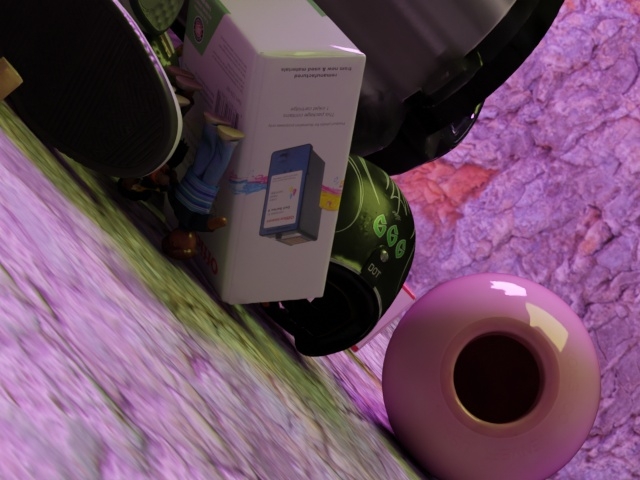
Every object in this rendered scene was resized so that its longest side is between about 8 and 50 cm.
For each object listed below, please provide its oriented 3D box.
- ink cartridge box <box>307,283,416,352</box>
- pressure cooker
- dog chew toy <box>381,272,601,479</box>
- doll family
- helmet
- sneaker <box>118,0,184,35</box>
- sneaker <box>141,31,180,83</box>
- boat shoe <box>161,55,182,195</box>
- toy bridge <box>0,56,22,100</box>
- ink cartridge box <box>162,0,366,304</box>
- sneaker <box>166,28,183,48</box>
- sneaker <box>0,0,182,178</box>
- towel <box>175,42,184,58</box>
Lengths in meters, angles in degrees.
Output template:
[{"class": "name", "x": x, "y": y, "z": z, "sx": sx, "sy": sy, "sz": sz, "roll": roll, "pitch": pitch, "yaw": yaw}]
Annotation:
[{"class": "ink cartridge box", "x": -0.018, "y": -0.009, "z": 2.194, "sx": 0.172, "sy": 0.100, "sz": 0.237, "roll": 45, "pitch": 4, "yaw": -41}, {"class": "pressure cooker", "x": 0.036, "y": -0.283, "z": 1.845, "sx": 0.420, "sy": 0.370, "sz": 0.375, "roll": 43, "pitch": -1, "yaw": -33}, {"class": "dog chew toy", "x": 0.158, "y": 0.143, "z": 1.894, "sx": 0.206, "sy": 0.206, "sz": 0.332, "roll": 48, "pitch": -6, "yaw": 5}, {"class": "doll family", "x": -0.121, "y": -0.064, "z": 1.450, "sx": 0.076, "sy": 0.111, "sz": 0.193, "roll": 17, "pitch": 19, "yaw": -27}, {"class": "helmet", "x": 0.000, "y": 0.000, "z": 1.680, "sx": 0.169, "sy": 0.169, "sz": 0.161, "roll": 46, "pitch": 37, "yaw": -30}, {"class": "sneaker", "x": -0.202, "y": -0.265, "z": 1.563, "sx": 0.163, "sy": 0.086, "sz": 0.226, "roll": 21, "pitch": -25, "yaw": 28}, {"class": "sneaker", "x": -0.250, "y": -0.206, "z": 1.613, "sx": 0.281, "sy": 0.106, "sz": 0.162, "roll": 43, "pitch": 12, "yaw": 15}, {"class": "boat shoe", "x": -0.118, "y": -0.094, "z": 1.739, "sx": 0.121, "sy": 0.119, "sz": 0.335, "roll": 35, "pitch": -17, "yaw": -3}, {"class": "toy bridge", "x": -0.270, "y": -0.168, "z": 1.262, "sx": 0.188, "sy": 0.026, "sz": 0.063, "roll": 46, "pitch": 0, "yaw": -24}, {"class": "ink cartridge box", "x": -0.049, "y": -0.078, "z": 1.498, "sx": 0.093, "sy": 0.212, "sz": 0.154, "roll": -2, "pitch": 29, "yaw": -24}, {"class": "sneaker", "x": -0.075, "y": -0.117, "z": 2.031, "sx": 0.292, "sy": 0.118, "sz": 0.110, "roll": 38, "pitch": -24, "yaw": -15}, {"class": "sneaker", "x": -0.193, "y": -0.157, "z": 1.422, "sx": 0.295, "sy": 0.124, "sz": 0.178, "roll": 47, "pitch": 12, "yaw": 11}, {"class": "towel", "x": -0.134, "y": -0.134, "z": 1.888, "sx": 0.102, "sy": 0.021, "sz": 0.237, "roll": 40, "pitch": -21, "yaw": -13}]
